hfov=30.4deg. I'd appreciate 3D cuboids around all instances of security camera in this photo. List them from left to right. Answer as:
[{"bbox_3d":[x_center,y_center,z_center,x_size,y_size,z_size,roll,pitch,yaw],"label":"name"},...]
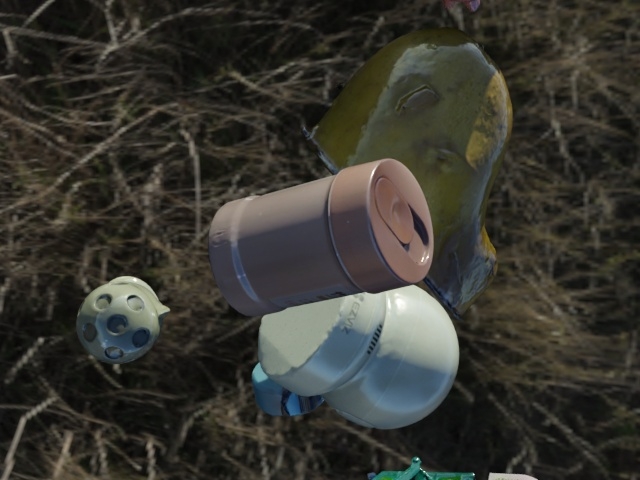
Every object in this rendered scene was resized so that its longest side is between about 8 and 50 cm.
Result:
[{"bbox_3d":[0.064,0.130,1.448,0.236,0.194,0.194,28,73,-27],"label":"security camera"}]

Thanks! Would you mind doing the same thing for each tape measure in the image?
[{"bbox_3d":[-0.049,0.237,1.965,0.146,0.125,0.081,-53,142,-52],"label":"tape measure"}]

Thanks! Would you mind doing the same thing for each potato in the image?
[{"bbox_3d":[0.189,-0.111,1.724,0.296,0.290,0.397,-42,100,5],"label":"potato"}]

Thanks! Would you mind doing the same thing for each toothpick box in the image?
[{"bbox_3d":[0.000,0.000,0.914,0.098,0.149,0.098,28,56,-51],"label":"toothpick box"}]

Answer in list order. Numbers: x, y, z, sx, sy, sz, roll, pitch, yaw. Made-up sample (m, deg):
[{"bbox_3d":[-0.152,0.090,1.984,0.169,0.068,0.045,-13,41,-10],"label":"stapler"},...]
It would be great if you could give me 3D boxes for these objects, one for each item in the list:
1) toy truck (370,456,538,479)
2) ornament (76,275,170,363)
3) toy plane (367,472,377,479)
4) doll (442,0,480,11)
[{"bbox_3d":[0.134,0.291,1.217,0.110,0.216,0.116,70,25,-45],"label":"toy truck"},{"bbox_3d":[-0.175,0.070,1.062,0.081,0.156,0.074,-10,90,-5],"label":"ornament"},{"bbox_3d":[0.157,0.443,1.616,0.273,0.107,0.182,19,56,1],"label":"toy plane"},{"bbox_3d":[0.208,-0.476,1.932,0.093,0.262,0.211,-50,159,-39],"label":"doll"}]
